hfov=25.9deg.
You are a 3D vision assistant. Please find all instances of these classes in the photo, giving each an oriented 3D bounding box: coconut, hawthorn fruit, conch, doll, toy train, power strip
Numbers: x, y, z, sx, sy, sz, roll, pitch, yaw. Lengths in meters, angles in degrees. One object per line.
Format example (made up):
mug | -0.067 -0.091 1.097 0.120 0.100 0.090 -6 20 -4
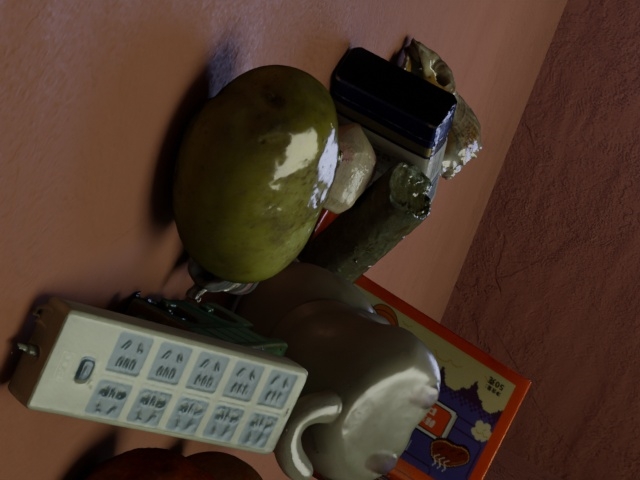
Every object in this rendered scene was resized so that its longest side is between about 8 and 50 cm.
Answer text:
coconut | 0.024 -0.105 1.908 0.124 0.110 0.110 -58 168 5
hawthorn fruit | -0.225 0.360 1.661 0.253 0.205 0.205 -26 142 -63
conch | 0.163 -0.197 2.195 0.178 0.163 0.245 -73 152 -60
doll | 0.010 0.167 1.843 0.370 0.226 0.215 -125 -128 -62
toy train | -0.148 0.143 1.596 0.129 0.159 0.326 -65 167 2
power strip | -0.158 0.141 1.403 0.367 0.043 0.106 20 97 -45

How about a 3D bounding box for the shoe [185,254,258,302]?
shoe | -0.110 -0.010 1.618 0.092 0.089 0.180 -24 139 -52

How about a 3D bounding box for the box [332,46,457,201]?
box | 0.094 -0.145 1.962 0.071 0.168 0.259 -54 167 -27

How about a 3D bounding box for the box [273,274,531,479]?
box | 0.085 0.267 2.212 0.257 0.348 0.318 -59 -175 -20

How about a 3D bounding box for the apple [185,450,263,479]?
apple | -0.165 0.407 2.017 0.174 0.188 0.188 -36 152 -54

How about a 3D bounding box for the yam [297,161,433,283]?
yam | 0.063 -0.011 1.969 0.259 0.093 0.093 -43 -175 45

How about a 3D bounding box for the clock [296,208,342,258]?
clock | 0.000 0.000 2.157 0.205 0.051 0.205 -58 168 -20

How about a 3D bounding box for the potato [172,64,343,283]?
potato | -0.070 -0.072 1.473 0.197 0.148 0.228 -24 143 -13
